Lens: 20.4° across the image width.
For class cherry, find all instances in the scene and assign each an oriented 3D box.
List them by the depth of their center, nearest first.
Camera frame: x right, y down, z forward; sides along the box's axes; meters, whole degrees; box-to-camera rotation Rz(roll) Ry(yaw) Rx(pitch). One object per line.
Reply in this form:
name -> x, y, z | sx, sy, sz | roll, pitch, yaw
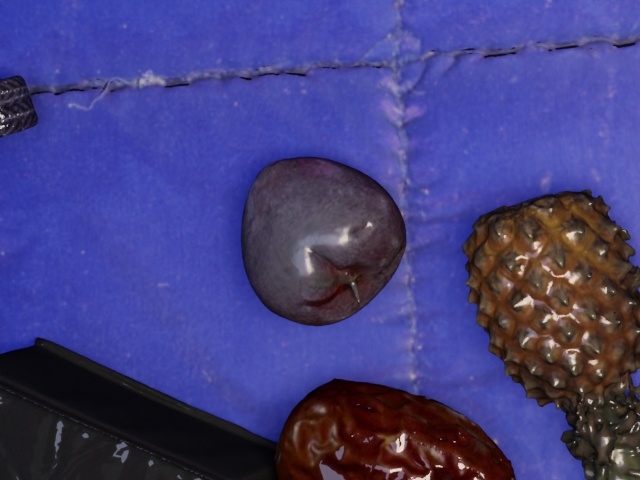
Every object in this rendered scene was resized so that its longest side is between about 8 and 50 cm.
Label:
cherry -> -0.003, 0.002, 1.797 | 0.176, 0.140, 0.176 | -12, 67, 30

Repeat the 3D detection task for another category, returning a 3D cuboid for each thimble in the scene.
thimble -> -0.366, -0.138, 1.940 | 0.104, 0.095, 0.066 | -18, 98, -16

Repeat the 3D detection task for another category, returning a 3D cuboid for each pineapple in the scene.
pineapple -> 0.251, 0.133, 1.699 | 0.175, 0.175, 0.361 | -15, 89, 19

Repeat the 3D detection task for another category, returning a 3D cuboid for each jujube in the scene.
jujube -> 0.080, 0.241, 1.767 | 0.243, 0.183, 0.183 | 26, 101, 24

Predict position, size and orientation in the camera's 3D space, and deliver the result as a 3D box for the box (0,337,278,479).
box -> -0.231, 0.285, 1.854 | 0.345, 0.204, 0.251 | 21, 99, 17
